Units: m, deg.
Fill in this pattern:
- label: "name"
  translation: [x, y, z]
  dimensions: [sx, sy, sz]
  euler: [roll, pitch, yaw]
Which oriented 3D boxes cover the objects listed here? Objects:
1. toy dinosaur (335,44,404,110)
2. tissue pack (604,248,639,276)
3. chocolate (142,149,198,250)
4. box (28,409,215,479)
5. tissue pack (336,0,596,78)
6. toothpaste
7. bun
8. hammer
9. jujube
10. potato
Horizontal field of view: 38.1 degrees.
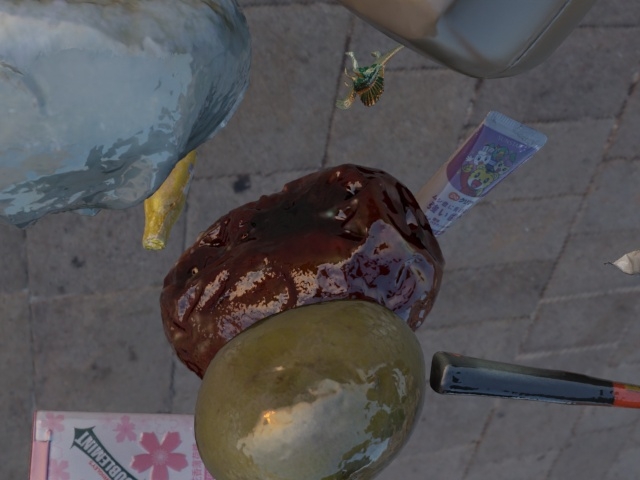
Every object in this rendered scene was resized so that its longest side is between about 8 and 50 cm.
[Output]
- label: "toy dinosaur"
  translation: [0.093, -0.297, 1.697]
  dimensions: [0.187, 0.106, 0.044]
  euler: [-3, 174, 39]
- label: "tissue pack"
  translation: [0.311, 0.016, 0.686]
  dimensions: [0.123, 0.026, 0.193]
  euler: [9, 169, -8]
- label: "chocolate"
  translation: [-0.267, -0.077, 1.601]
  dimensions: [0.086, 0.219, 0.085]
  euler: [5, 147, 3]
- label: "box"
  translation: [-0.325, 0.400, 1.643]
  dimensions: [0.370, 0.190, 0.112]
  euler: [6, 163, -18]
- label: "tissue pack"
  translation: [0.182, -0.356, 0.880]
  dimensions: [0.277, 0.267, 0.387]
  euler: [6, 119, -48]
- label: "toothpaste"
  translation: [0.209, -0.080, 1.423]
  dimensions: [0.114, 0.073, 0.299]
  euler: [21, 134, -26]
- label: "bun"
  translation: [-0.222, -0.119, 0.707]
  dimensions: [0.354, 0.354, 0.194]
  euler: [-7, 114, -19]
- label: "hammer"
  translation: [0.212, 0.114, 0.692]
  dimensions: [0.288, 0.111, 0.033]
  euler: [9, 92, -18]
- label: "jujube"
  translation: [-0.030, 0.064, 1.207]
  dimensions: [0.377, 0.276, 0.276]
  euler: [-35, 137, 28]
- label: "potato"
  translation: [-0.004, 0.124, 0.748]
  dimensions: [0.178, 0.235, 0.160]
  euler: [5, 98, 10]
